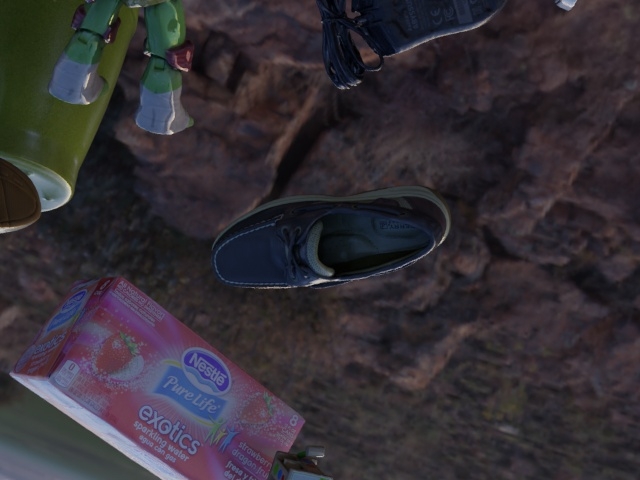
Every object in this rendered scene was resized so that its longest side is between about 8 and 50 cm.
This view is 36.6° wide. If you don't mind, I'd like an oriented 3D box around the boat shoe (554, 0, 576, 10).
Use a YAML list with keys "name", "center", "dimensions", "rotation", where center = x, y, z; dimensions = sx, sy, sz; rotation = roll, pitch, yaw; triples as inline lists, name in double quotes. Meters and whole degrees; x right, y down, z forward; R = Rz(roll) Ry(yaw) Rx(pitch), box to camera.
- name: "boat shoe"
  center: [0.316, -0.371, 1.228]
  dimensions: [0.070, 0.078, 0.219]
  rotation: [20, 165, 9]

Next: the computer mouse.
- name: "computer mouse"
  center: [0.111, -0.313, 1.218]
  dimensions: [0.072, 0.272, 0.189]
  rotation: [-147, 41, -68]

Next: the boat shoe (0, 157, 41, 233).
- name: "boat shoe"
  center: [-0.267, -0.025, 0.650]
  dimensions: [0.059, 0.063, 0.170]
  rotation: [-26, 166, 30]

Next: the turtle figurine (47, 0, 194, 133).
- name: "turtle figurine"
  center: [-0.151, -0.257, 0.901]
  dimensions: [0.197, 0.266, 0.275]
  rotation: [4, -150, -29]

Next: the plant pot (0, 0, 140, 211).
- name: "plant pot"
  center: [-0.441, -0.236, 1.353]
  dimensions: [0.366, 0.353, 0.366]
  rotation: [2, 162, 1]

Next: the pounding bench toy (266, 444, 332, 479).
- name: "pounding bench toy"
  center: [-0.023, 0.261, 1.096]
  dimensions: [0.052, 0.083, 0.065]
  rotation: [17, -176, -21]

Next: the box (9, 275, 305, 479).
- name: "box"
  center: [-0.188, 0.185, 1.142]
  dimensions: [0.300, 0.142, 0.154]
  rotation: [41, 156, -23]

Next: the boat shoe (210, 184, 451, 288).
- name: "boat shoe"
  center: [0.001, 0.001, 0.845]
  dimensions: [0.223, 0.080, 0.073]
  rotation: [-10, -168, 15]
